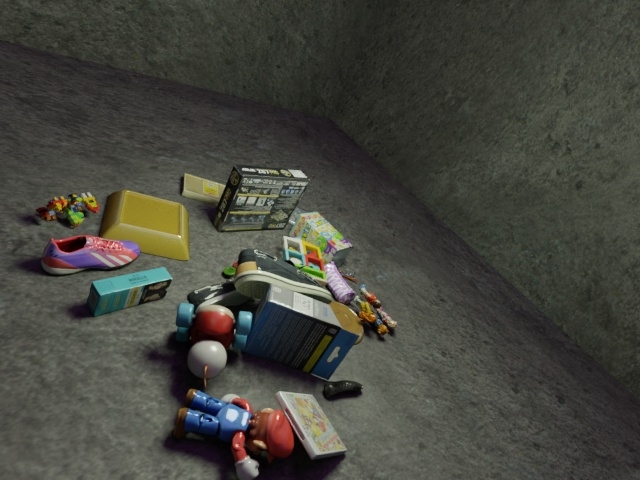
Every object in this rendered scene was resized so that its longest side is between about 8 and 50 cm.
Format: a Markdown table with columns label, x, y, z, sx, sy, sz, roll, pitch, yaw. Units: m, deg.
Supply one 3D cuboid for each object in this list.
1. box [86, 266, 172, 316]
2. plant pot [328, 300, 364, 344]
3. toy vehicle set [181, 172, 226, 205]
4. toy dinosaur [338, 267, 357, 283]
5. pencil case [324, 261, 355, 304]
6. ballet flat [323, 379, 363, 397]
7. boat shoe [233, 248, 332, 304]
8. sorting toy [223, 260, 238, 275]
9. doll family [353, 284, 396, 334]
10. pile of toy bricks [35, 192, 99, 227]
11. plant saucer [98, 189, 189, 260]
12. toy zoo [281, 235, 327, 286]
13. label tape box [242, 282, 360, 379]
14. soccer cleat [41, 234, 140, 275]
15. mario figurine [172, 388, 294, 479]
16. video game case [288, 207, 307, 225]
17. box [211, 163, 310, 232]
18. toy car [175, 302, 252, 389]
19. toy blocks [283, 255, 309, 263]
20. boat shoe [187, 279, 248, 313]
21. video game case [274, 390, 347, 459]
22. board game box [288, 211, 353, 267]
| label | x | y | z | sx | sy | sz | roll | pitch | yaw |
| --- | --- | --- | --- | --- | --- | --- | --- | --- | --- |
| box | -0.608 | 0.161 | 1.415 | 0.060 | 0.101 | 0.244 | 45 | 33 | 23 |
| plant pot | 0.084 | 0.335 | 1.848 | 0.236 | 0.032 | 0.236 | 22 | 29 | -13 |
| toy vehicle set | -0.544 | -0.239 | 2.172 | 0.266 | 0.035 | 0.166 | 16 | 32 | -24 |
| toy dinosaur | 0.131 | 0.169 | 2.148 | 0.082 | 0.047 | 0.090 | -7 | 53 | -22 |
| pencil case | 0.078 | 0.196 | 2.004 | 0.086 | 0.088 | 0.206 | 4 | 37 | -43 |
| ballet flat | 0.080 | 0.520 | 1.551 | 0.173 | 0.049 | 0.057 | 10 | -8 | -35 |
| boat shoe | -0.125 | 0.157 | 1.655 | 0.500 | 0.186 | 0.156 | 28 | 41 | -47 |
| sorting toy | -0.345 | 0.126 | 1.783 | 0.061 | 0.042 | 0.102 | 24 | 37 | 22 |
| doll family | 0.230 | 0.327 | 1.910 | 0.263 | 0.118 | 0.163 | 50 | 0 | -37 |
| pile of toy bricks | -0.894 | -0.097 | 1.583 | 0.105 | 0.118 | 0.212 | 59 | 12 | -5 |
| plant saucer | -0.677 | -0.081 | 1.757 | 0.332 | 0.081 | 0.333 | 15 | 32 | -27 |
| toy zoo | -0.079 | 0.076 | 1.993 | 0.192 | 0.030 | 0.293 | 18 | 32 | -22 |
| label tape box | -0.070 | 0.318 | 1.517 | 0.333 | 0.241 | 0.106 | 23 | 28 | -15 |
| soccer cleat | -0.746 | 0.032 | 1.472 | 0.318 | 0.116 | 0.108 | -9 | 47 | -49 |
| mario figurine | -0.230 | 0.529 | 1.203 | 0.320 | 0.170 | 0.198 | 18 | 66 | -1 |
| video game case | -0.071 | -0.097 | 2.398 | 0.190 | 0.022 | 0.173 | 28 | 28 | -4 |
| box | -0.272 | -0.188 | 2.050 | 0.394 | 0.318 | 0.097 | -5 | 44 | -45 |
| toy car | -0.337 | 0.335 | 1.327 | 0.219 | 0.210 | 0.238 | 11 | 51 | -11 |
| toy blocks | -0.118 | 0.120 | 1.979 | 0.123 | 0.054 | 0.148 | 31 | 29 | 1 |
| boat shoe | -0.341 | 0.187 | 1.605 | 0.091 | 0.114 | 0.302 | 47 | 31 | 21 |
| video game case | -0.025 | 0.545 | 1.314 | 0.206 | 0.026 | 0.227 | 50 | 5 | 32 |
| board game box | 0.000 | 0.000 | 2.184 | 0.275 | 0.142 | 0.144 | 44 | 31 | 23 |
